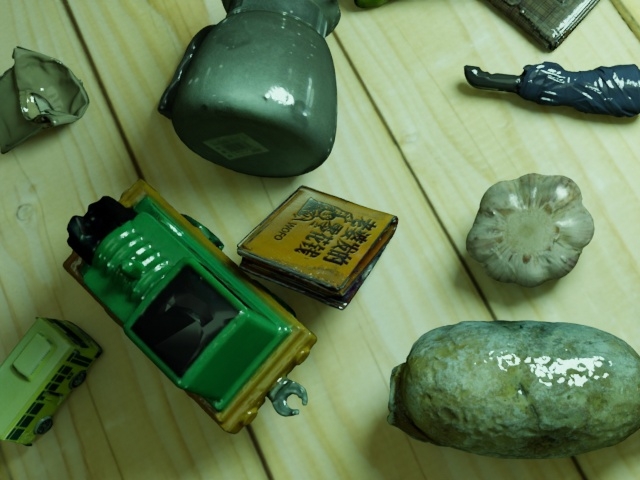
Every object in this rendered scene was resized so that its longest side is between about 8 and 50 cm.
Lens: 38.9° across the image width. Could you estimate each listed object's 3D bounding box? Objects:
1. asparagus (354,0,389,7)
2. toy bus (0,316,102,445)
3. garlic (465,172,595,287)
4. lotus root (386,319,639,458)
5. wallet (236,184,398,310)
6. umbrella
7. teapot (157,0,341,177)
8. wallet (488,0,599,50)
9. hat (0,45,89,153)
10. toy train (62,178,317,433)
[{"bbox_3d":[0.169,-0.391,1.282,0.278,0.060,0.067,-7,83,27],"label":"asparagus"},{"bbox_3d":[-0.402,0.196,1.283,0.088,0.101,0.175,35,85,21],"label":"toy bus"},{"bbox_3d":[0.268,-0.015,1.157,0.159,0.102,0.147,-41,82,14],"label":"garlic"},{"bbox_3d":[0.249,0.172,1.074,0.350,0.175,0.175,-2,74,12],"label":"lotus root"},{"bbox_3d":[0.001,-0.002,1.203,0.161,0.042,0.195,22,42,18],"label":"wallet"},{"bbox_3d":[0.317,-0.208,1.223,0.248,0.071,0.071,7,77,21],"label":"umbrella"},{"bbox_3d":[-0.085,-0.244,1.298,0.223,0.305,0.285,18,70,-17],"label":"teapot"},{"bbox_3d":[0.283,-0.379,1.284,0.124,0.042,0.230,-47,66,6],"label":"wallet"},{"bbox_3d":[-0.457,-0.215,1.437,0.175,0.085,0.147,-30,79,30],"label":"hat"},{"bbox_3d":[-0.188,0.075,1.176,0.429,0.249,0.178,40,89,21],"label":"toy train"}]
